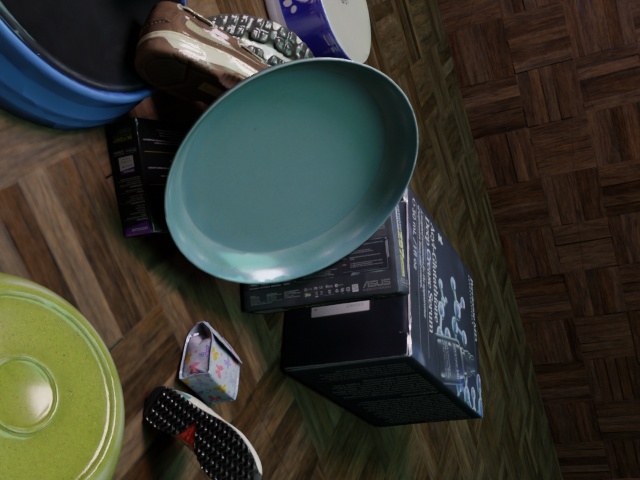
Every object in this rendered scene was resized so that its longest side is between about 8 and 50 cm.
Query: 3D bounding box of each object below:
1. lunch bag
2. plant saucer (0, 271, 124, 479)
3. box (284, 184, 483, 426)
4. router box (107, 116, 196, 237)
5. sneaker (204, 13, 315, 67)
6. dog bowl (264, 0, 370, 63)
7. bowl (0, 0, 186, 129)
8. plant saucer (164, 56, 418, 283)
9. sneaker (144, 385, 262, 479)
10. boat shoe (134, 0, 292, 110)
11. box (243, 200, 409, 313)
[{"bbox_3d":[-0.132,0.148,0.891,0.083,0.053,0.071,-89,156,-44],"label":"lunch bag"},{"bbox_3d":[-0.249,0.128,0.583,0.241,0.037,0.240,36,38,-36],"label":"plant saucer"},{"bbox_3d":[0.124,0.134,1.260,0.395,0.212,0.293,44,41,-53],"label":"box"},{"bbox_3d":[-0.178,-0.076,0.890,0.179,0.046,0.133,-8,89,-65],"label":"router box"},{"bbox_3d":[-0.068,-0.181,1.045,0.410,0.182,0.158,29,75,-50],"label":"sneaker"},{"bbox_3d":[-0.002,-0.445,1.354,0.265,0.104,0.264,38,46,-55],"label":"dog bowl"},{"bbox_3d":[-0.275,-0.313,0.743,0.391,0.077,0.390,37,47,-55],"label":"bowl"},{"bbox_3d":[-0.033,-0.079,0.857,0.317,0.318,0.043,50,5,-47],"label":"plant saucer"},{"bbox_3d":[-0.117,0.215,0.795,0.057,0.161,0.075,-59,154,-3],"label":"sneaker"},{"bbox_3d":[-0.092,-0.191,0.838,0.257,0.095,0.095,27,52,-45],"label":"boat shoe"},{"bbox_3d":[0.000,0.000,1.017,0.059,0.233,0.183,23,59,-67],"label":"box"}]
